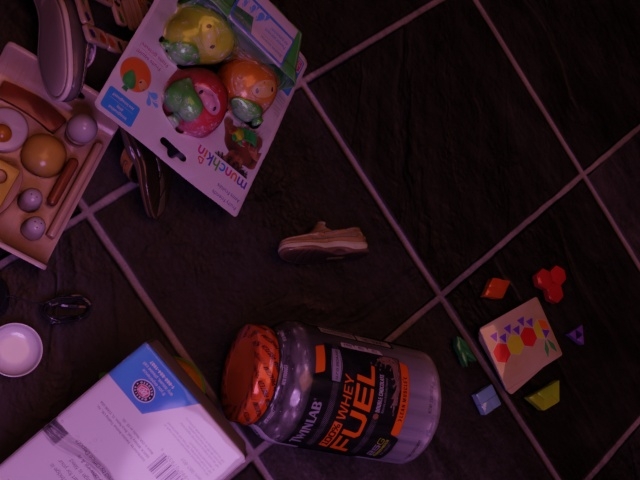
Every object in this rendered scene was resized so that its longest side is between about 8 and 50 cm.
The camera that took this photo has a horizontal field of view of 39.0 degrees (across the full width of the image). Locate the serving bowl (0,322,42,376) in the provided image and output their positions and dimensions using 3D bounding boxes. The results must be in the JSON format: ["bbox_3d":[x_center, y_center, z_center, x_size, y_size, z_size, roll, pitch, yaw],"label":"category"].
[{"bbox_3d":[-0.474,0.170,1.397,0.083,0.027,0.083,6,76,-25],"label":"serving bowl"}]

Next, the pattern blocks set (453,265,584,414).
[{"bbox_3d":[0.410,0.208,1.847,0.325,0.026,0.285,-15,86,-29],"label":"pattern blocks set"}]

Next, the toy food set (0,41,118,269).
[{"bbox_3d":[-0.467,-0.134,1.432,0.220,0.092,0.306,30,66,-19],"label":"toy food set"}]

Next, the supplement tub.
[{"bbox_3d":[0.017,0.253,1.531,0.338,0.207,0.207,15,72,-24],"label":"supplement tub"}]

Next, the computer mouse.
[{"bbox_3d":[-0.477,0.094,1.413,0.242,0.041,0.071,15,56,-29],"label":"computer mouse"}]

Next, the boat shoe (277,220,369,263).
[{"bbox_3d":[0.000,0.000,1.667,0.190,0.068,0.072,1,66,-37],"label":"boat shoe"}]

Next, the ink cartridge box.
[{"bbox_3d":[-0.295,0.327,1.325,0.307,0.129,0.223,-40,91,-5],"label":"ink cartridge box"}]

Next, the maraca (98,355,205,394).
[{"bbox_3d":[-0.277,0.249,1.445,0.186,0.099,0.127,-10,63,-9],"label":"maraca"}]

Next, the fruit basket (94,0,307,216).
[{"bbox_3d":[-0.175,-0.272,1.533,0.327,0.165,0.353,41,57,-35],"label":"fruit basket"}]

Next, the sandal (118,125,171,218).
[{"bbox_3d":[-0.308,-0.141,1.514,0.090,0.060,0.219,-58,137,-52],"label":"sandal"}]

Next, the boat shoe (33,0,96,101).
[{"bbox_3d":[-0.404,-0.358,1.463,0.096,0.112,0.335,7,52,-40],"label":"boat shoe"}]

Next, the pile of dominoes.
[{"bbox_3d":[-0.330,-0.398,1.499,0.251,0.040,0.195,2,70,-73],"label":"pile of dominoes"}]
